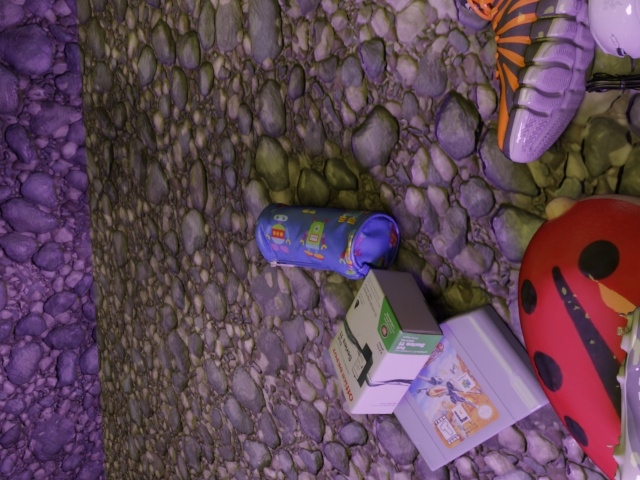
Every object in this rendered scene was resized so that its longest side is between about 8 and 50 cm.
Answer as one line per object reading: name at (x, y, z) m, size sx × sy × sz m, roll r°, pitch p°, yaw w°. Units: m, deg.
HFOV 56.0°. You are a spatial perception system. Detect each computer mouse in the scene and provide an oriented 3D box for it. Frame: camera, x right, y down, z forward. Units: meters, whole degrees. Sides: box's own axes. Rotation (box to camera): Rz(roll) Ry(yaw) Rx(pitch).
computer mouse at (0.337, -0.227, 0.676) m, size 0.106 × 0.193 × 0.042 m, roll 22°, pitch 74°, yaw 43°

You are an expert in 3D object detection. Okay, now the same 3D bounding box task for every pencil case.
pencil case at (0.000, 0.000, 1.131) m, size 0.306 × 0.119 × 0.133 m, roll 7°, pitch 77°, yaw 47°

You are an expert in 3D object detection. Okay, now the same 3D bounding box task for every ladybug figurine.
ladybug figurine at (0.387, 0.147, 0.722) m, size 0.305 × 0.162 × 0.449 m, roll -45°, pitch 67°, yaw 44°

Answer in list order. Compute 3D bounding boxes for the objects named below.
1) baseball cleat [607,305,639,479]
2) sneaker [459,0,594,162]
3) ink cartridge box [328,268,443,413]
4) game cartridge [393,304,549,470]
baseball cleat at (0.353, 0.166, 0.605) m, size 0.109 × 0.072 × 0.205 m, roll 5°, pitch 109°, yaw 31°
sneaker at (0.258, -0.272, 0.795) m, size 0.180 × 0.125 × 0.321 m, roll 26°, pitch 108°, yaw 45°
ink cartridge box at (0.104, 0.176, 1.031) m, size 0.153 × 0.087 × 0.208 m, roll -113°, pitch 38°, yaw -48°
game cartridge at (0.222, 0.246, 1.013) m, size 0.198 × 0.062 × 0.297 m, roll 53°, pitch 134°, yaw 18°
